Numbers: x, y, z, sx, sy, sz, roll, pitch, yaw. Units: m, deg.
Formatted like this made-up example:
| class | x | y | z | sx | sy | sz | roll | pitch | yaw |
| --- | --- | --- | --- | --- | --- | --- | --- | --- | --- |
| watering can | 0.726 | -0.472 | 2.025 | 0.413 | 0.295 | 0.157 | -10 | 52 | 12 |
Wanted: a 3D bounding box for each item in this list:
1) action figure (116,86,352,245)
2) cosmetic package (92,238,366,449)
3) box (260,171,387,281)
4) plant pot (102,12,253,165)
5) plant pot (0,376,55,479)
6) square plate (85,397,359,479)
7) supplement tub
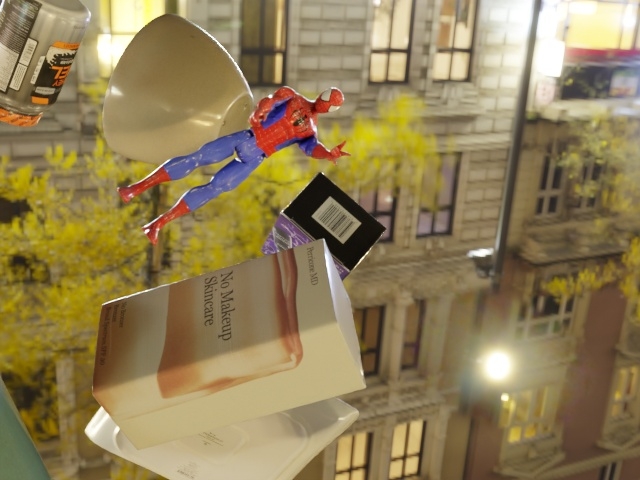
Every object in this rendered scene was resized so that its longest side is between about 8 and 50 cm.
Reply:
| class | x | y | z | sx | sy | sz | roll | pitch | yaw |
| --- | --- | --- | --- | --- | --- | --- | --- | --- | --- |
| action figure | -0.082 | -0.093 | 0.923 | 0.280 | 0.091 | 0.139 | -34 | -161 | -10 |
| cosmetic package | -0.110 | 0.126 | 1.003 | 0.296 | 0.129 | 0.153 | -17 | -138 | 5 |
| box | 0.000 | 0.000 | 1.429 | 0.153 | 0.207 | 0.108 | 40 | -114 | 3 |
| plant pot | -0.238 | -0.251 | 1.534 | 0.191 | 0.284 | 0.284 | 26 | -154 | 13 |
| plant pot | -0.461 | 0.287 | 0.933 | 0.341 | 0.334 | 0.341 | -8 | -157 | 3 |
| square plate | -0.172 | 0.309 | 1.344 | 0.347 | 0.344 | 0.049 | 31 | -148 | -13 |
| supplement tub | -0.418 | -0.268 | 1.189 | 0.117 | 0.190 | 0.117 | 26 | -156 | -12 |
